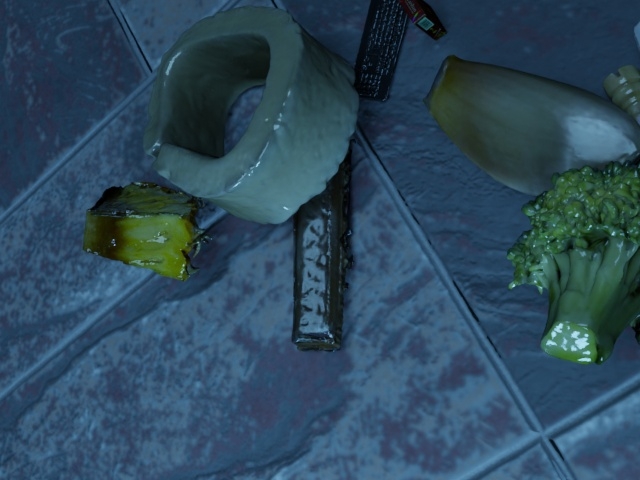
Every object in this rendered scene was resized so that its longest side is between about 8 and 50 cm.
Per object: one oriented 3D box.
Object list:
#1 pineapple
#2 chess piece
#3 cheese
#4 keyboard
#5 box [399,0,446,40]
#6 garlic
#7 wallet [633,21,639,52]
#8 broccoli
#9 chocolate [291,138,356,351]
[{"bbox_3d":[-0.280,-0.023,1.411,0.236,0.186,0.114,28,117,48],"label":"pineapple"},{"bbox_3d":[0.400,-0.158,1.110,0.066,0.066,0.122,-29,67,23],"label":"chess piece"},{"bbox_3d":[-0.118,-0.185,1.316,0.332,0.153,0.292,13,79,45],"label":"cheese"},{"bbox_3d":[0.091,-0.308,1.332,0.074,0.015,0.196,15,91,31],"label":"keyboard"},{"bbox_3d":[0.145,-0.320,1.264,0.023,0.082,0.051,-35,68,22],"label":"box"},{"bbox_3d":[0.268,-0.145,1.154,0.318,0.112,0.143,27,122,30],"label":"garlic"},{"bbox_3d":[0.483,-0.245,1.074,0.183,0.032,0.124,-21,98,25],"label":"wallet"},{"bbox_3d":[0.331,0.043,1.005,0.263,0.243,0.247,-23,113,47],"label":"broccoli"},{"bbox_3d":[-0.006,-0.001,1.319,0.102,0.065,0.329,-4,80,30],"label":"chocolate"}]
